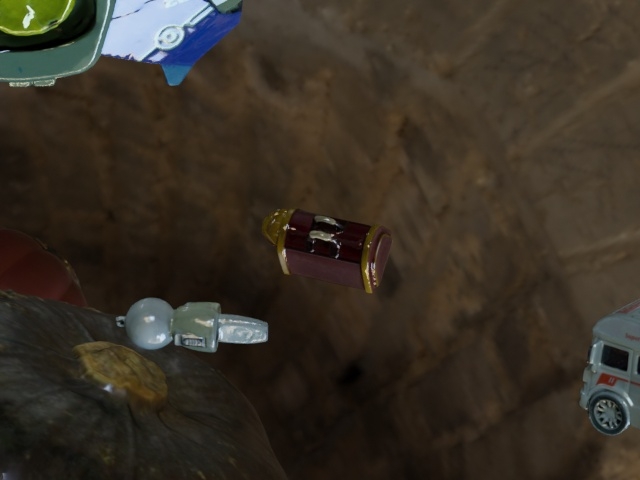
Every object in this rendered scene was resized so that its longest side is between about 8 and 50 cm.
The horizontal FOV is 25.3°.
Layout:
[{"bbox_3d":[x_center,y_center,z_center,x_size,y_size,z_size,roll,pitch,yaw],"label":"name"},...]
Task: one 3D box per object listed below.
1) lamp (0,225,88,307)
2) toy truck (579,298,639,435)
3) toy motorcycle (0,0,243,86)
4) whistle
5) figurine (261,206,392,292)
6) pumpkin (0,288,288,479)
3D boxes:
[{"bbox_3d":[-0.456,0.119,1.996,0.303,0.257,0.303,24,-40,22],"label":"lamp"},{"bbox_3d":[0.446,0.156,1.597,0.305,0.136,0.162,17,-65,39],"label":"toy truck"},{"bbox_3d":[-0.205,-0.251,1.437,0.191,0.326,0.200,-112,-153,-47],"label":"toy motorcycle"},{"bbox_3d":[-0.084,0.056,0.934,0.035,0.100,0.035,4,90,-88],"label":"whistle"},{"bbox_3d":[-0.001,-0.001,1.694,0.154,0.082,0.098,13,-15,16],"label":"figurine"},{"bbox_3d":[-0.223,0.237,1.111,0.454,0.344,0.454,31,11,-7],"label":"pumpkin"}]
